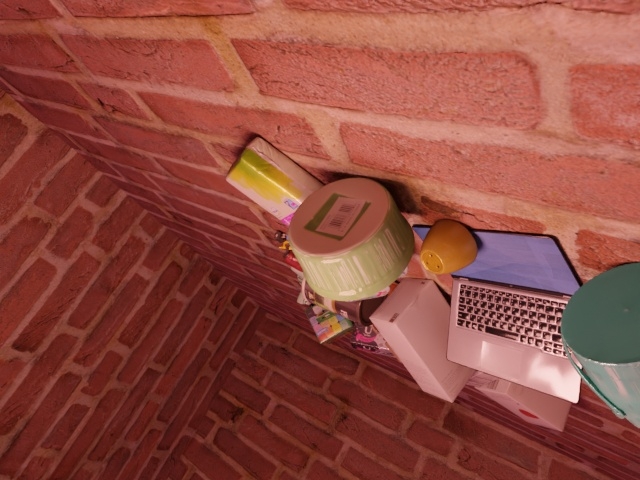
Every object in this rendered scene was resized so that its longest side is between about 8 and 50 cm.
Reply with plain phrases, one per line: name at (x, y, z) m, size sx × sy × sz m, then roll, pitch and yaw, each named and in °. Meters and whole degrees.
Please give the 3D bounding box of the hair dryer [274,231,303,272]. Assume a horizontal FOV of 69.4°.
hair dryer at (-0.067, 0.081, 1.957) m, size 0.223 × 0.080 × 0.293 m, roll 19°, pitch 159°, yaw 31°

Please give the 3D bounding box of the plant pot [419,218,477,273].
plant pot at (0.299, 0.029, 1.133) m, size 0.134 × 0.095 × 0.134 m, roll 36°, pitch 145°, yaw 30°

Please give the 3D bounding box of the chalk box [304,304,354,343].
chalk box at (0.052, 0.379, 2.220) m, size 0.179 × 0.180 × 0.289 m, roll 62°, pitch -175°, yaw 15°

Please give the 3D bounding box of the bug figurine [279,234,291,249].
bug figurine at (0.000, 0.000, 1.542) m, size 0.279 × 0.072 × 0.216 m, roll 3°, pitch 177°, yaw -8°

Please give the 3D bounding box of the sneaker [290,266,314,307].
sneaker at (-0.081, 0.226, 2.235) m, size 0.256 × 0.151 × 0.094 m, roll 42°, pitch 172°, yaw -31°

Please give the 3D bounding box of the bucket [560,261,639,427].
bucket at (0.612, 0.187, 0.868) m, size 0.183 × 0.281 × 0.281 m, roll 46°, pitch 158°, yaw -17°

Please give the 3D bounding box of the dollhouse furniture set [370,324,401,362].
dollhouse furniture set at (0.430, 0.331, 1.879) m, size 0.303 × 0.174 × 0.355 m, roll 49°, pitch 130°, yaw 4°

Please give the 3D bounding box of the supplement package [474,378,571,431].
supplement package at (0.775, 0.561, 1.750) m, size 0.293 × 0.175 × 0.177 m, roll 34°, pitch 161°, yaw -12°

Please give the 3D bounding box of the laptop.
laptop at (0.438, 0.179, 1.187) m, size 0.236 × 0.408 × 0.382 m, roll 1°, pitch -176°, yaw -39°

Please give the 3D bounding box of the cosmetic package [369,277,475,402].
cosmetic package at (0.371, 0.338, 1.596) m, size 0.385 × 0.217 × 0.156 m, roll 55°, pitch 156°, yaw -16°

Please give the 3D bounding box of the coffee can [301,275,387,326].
coffee can at (0.094, 0.193, 1.804) m, size 0.275 × 0.201 × 0.201 m, roll 18°, pitch 158°, yaw 35°

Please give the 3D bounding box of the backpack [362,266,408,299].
backpack at (0.128, 0.061, 1.359) m, size 0.253 × 0.191 × 0.225 m, roll -17°, pitch 145°, yaw 17°

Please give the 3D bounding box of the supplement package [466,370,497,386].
supplement package at (0.601, 0.452, 1.696) m, size 0.105 × 0.105 × 0.179 m, roll 19°, pitch 137°, yaw -26°

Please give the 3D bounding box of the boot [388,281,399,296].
boot at (0.273, 0.249, 1.746) m, size 0.073 × 0.152 × 0.197 m, roll 12°, pitch 155°, yaw 45°

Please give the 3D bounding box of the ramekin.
ramekin at (0.067, -0.016, 1.148) m, size 0.303 × 0.303 × 0.148 m, roll 15°, pitch 149°, yaw 39°

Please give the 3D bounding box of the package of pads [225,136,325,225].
package of pads at (-0.123, -0.158, 1.373) m, size 0.296 × 0.101 × 0.229 m, roll 36°, pitch 160°, yaw -15°

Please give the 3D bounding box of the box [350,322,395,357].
box at (0.277, 0.435, 2.136) m, size 0.247 × 0.163 × 0.142 m, roll 8°, pitch 156°, yaw 17°
